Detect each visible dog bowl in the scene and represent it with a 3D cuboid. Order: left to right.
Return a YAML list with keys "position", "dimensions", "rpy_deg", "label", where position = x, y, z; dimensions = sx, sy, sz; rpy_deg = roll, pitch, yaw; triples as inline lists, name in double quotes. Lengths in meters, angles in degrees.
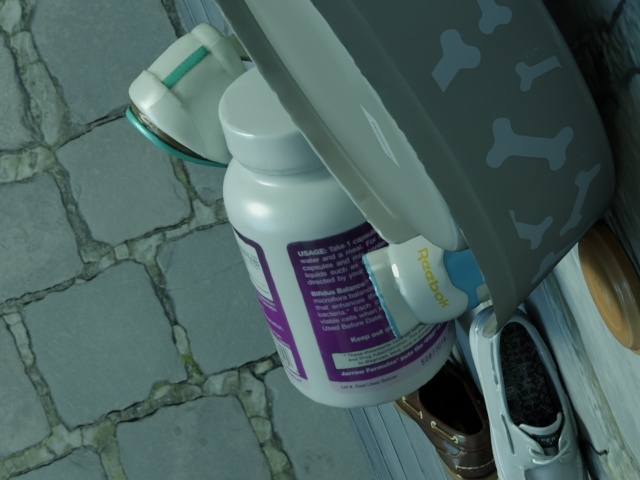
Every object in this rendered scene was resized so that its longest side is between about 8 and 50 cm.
- position: [0.034, -0.114, 1.021]
  dimensions: [0.349, 0.102, 0.349]
  rpy_deg: [54, 175, 6]
  label: "dog bowl"

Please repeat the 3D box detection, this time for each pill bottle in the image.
- position: [0.011, -0.011, 1.623]
  dimensions: [0.169, 0.169, 0.301]
  rpy_deg: [-120, 10, -53]
  label: "pill bottle"

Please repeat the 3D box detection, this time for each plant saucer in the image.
- position: [0.169, 0.028, 1.059]
  dimensions: [0.083, 0.013, 0.083]
  rpy_deg: [158, 90, -85]
  label: "plant saucer"

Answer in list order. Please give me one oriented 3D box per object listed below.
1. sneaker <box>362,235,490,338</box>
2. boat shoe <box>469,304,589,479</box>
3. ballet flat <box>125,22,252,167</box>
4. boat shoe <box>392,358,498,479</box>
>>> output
- position: [0.099, 0.012, 1.327]
  dimensions: [0.087, 0.092, 0.229]
  rpy_deg: [66, -166, -7]
  label: "sneaker"
- position: [0.161, 0.136, 1.355]
  dimensions: [0.063, 0.066, 0.184]
  rpy_deg: [-146, 44, -82]
  label: "boat shoe"
- position: [-0.041, -0.123, 1.751]
  dimensions: [0.400, 0.139, 0.139]
  rpy_deg: [13, -130, -66]
  label: "ballet flat"
- position: [0.116, 0.150, 1.775]
  dimensions: [0.207, 0.073, 0.073]
  rpy_deg: [50, 161, 49]
  label: "boat shoe"
